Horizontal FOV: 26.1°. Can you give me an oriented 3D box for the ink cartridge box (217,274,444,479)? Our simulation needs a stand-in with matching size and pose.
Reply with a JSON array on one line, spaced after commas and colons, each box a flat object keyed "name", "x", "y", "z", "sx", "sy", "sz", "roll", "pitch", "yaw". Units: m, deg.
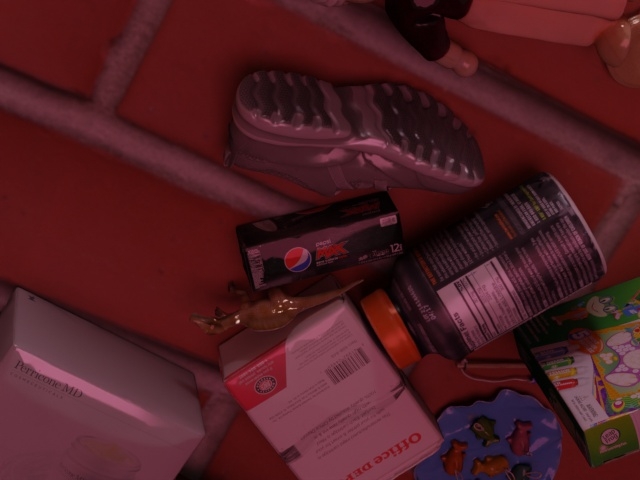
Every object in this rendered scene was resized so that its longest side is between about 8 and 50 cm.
[{"name": "ink cartridge box", "x": 0.012, "y": 0.171, "z": 1.512, "sx": 0.159, "sy": 0.092, "sz": 0.218, "roll": -33, "pitch": 114, "yaw": 5}]

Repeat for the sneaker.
[{"name": "sneaker", "x": 0.033, "y": -0.097, "z": 1.411, "sx": 0.281, "sy": 0.105, "sz": 0.115, "roll": 13, "pitch": 141, "yaw": -18}]

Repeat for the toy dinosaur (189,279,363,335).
[{"name": "toy dinosaur", "x": -0.046, "y": 0.069, "z": 1.454, "sx": 0.183, "sy": 0.092, "sz": 0.053, "roll": -14, "pitch": 116, "yaw": -4}]

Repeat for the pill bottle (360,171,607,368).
[{"name": "pill bottle", "x": 0.167, "y": 0.040, "z": 1.462, "sx": 0.246, "sy": 0.130, "sz": 0.130, "roll": -30, "pitch": 116, "yaw": 3}]

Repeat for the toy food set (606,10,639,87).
[{"name": "toy food set", "x": 0.338, "y": -0.200, "z": 1.447, "sx": 0.083, "sy": 0.020, "sz": 0.082, "roll": -21, "pitch": 116, "yaw": -1}]

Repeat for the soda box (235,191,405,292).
[{"name": "soda box", "x": 0.000, "y": 0.000, "z": 1.450, "sx": 0.169, "sy": 0.060, "sz": 0.053, "roll": -13, "pitch": 117, "yaw": -6}]

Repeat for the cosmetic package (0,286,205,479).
[{"name": "cosmetic package", "x": -0.277, "y": 0.210, "z": 1.449, "sx": 0.224, "sy": 0.138, "sz": 0.224, "roll": 29, "pitch": 104, "yaw": -21}]

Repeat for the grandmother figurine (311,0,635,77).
[{"name": "grandmother figurine", "x": 0.143, "y": -0.259, "z": 1.342, "sx": 0.343, "sy": 0.104, "sz": 0.207, "roll": 3, "pitch": 105, "yaw": -15}]

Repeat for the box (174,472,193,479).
[{"name": "box", "x": -0.073, "y": 0.437, "z": 1.564, "sx": 0.381, "sy": 0.143, "sz": 0.191, "roll": 33, "pitch": 106, "yaw": -32}]

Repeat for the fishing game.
[{"name": "fishing game", "x": 0.200, "y": 0.259, "z": 1.618, "sx": 0.189, "sy": 0.041, "sz": 0.264, "roll": 3, "pitch": 113, "yaw": -15}]

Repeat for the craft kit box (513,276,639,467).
[{"name": "craft kit box", "x": 0.357, "y": 0.120, "z": 1.468, "sx": 0.247, "sy": 0.250, "sz": 0.061, "roll": -17, "pitch": 115, "yaw": -4}]
